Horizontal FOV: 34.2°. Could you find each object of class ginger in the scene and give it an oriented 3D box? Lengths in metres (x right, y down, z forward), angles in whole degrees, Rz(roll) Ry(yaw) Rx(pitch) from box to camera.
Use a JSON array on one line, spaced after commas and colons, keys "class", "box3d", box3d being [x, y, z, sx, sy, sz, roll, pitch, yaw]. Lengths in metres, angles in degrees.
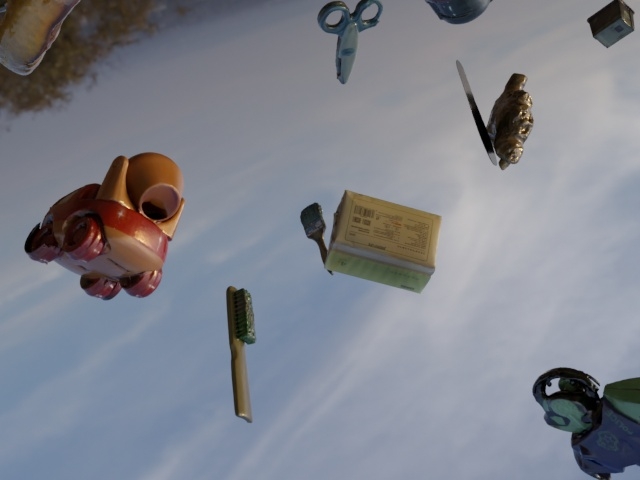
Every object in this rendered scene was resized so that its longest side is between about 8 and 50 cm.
[{"class": "ginger", "box3d": [0.394, -0.252, 2.205, 0.166, 0.080, 0.333, -57, -168, 21]}]

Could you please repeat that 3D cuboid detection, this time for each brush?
[{"class": "brush", "box3d": [0.000, 0.000, 2.593, 0.070, 0.196, 0.021, -33, 156, 29]}, {"class": "brush", "box3d": [-0.150, 0.218, 2.034, 0.048, 0.282, 0.054, -19, 147, 20]}]

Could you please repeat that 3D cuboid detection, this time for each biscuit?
[{"class": "biscuit", "box3d": [-0.381, -0.359, 1.462, 0.274, 0.091, 0.213, -54, -161, 11]}]

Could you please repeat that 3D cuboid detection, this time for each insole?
[{"class": "insole", "box3d": [0.319, -0.261, 2.130, 0.003, 0.232, 0.080, -20, -176, 23]}]

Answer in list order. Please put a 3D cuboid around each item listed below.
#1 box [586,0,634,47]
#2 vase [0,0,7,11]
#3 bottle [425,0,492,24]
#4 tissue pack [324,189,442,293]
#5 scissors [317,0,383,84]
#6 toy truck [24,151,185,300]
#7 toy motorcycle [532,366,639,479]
[{"class": "box", "box3d": [0.606, -0.448, 2.160, 0.085, 0.060, 0.063, -32, -140, 38]}, {"class": "vase", "box3d": [-0.641, -0.589, 2.150, 0.241, 0.329, 0.302, -28, -139, 57]}, {"class": "bottle", "box3d": [0.155, -0.419, 1.457, 0.156, 0.271, 0.143, -24, -141, 14]}, {"class": "tissue pack", "box3d": [0.138, 0.003, 2.306, 0.234, 0.125, 0.159, 15, -127, -4]}, {"class": "scissors", "box3d": [0.057, -0.421, 2.212, 0.138, 0.041, 0.289, -12, 155, -8]}, {"class": "toy truck", "box3d": [-0.356, -0.035, 1.809, 0.265, 0.189, 0.239, -5, -123, 43]}, {"class": "toy motorcycle", "box3d": [0.452, 0.254, 1.387, 0.331, 0.196, 0.125, 4, -136, 28]}]
